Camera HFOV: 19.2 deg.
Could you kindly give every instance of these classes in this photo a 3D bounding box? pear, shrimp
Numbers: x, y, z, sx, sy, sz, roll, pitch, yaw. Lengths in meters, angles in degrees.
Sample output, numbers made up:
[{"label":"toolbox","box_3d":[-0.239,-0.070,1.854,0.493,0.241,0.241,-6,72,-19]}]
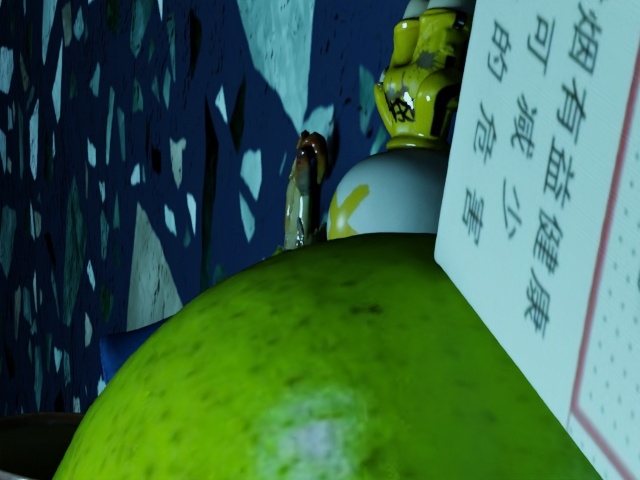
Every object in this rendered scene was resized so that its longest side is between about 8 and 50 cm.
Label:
[{"label":"pear","box_3d":[0.010,0.204,0.676,0.318,0.238,0.342,-100,18,-53]},{"label":"shrimp","box_3d":[0.002,0.000,1.014,0.178,0.034,0.124,148,123,-81]}]

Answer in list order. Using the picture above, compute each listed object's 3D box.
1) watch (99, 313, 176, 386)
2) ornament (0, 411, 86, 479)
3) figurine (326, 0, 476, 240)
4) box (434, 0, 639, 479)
[{"label":"watch","box_3d":[-0.049,0.120,0.950,0.200,0.171,0.196,-108,11,-45]},{"label":"ornament","box_3d":[-0.190,0.248,1.346,0.235,0.221,0.218,32,117,60]},{"label":"figurine","box_3d":[0.045,-0.036,0.833,0.101,0.068,0.143,43,115,57]},{"label":"box","box_3d":[0.136,-0.015,0.488,0.330,0.095,0.210,-121,35,-60]}]
